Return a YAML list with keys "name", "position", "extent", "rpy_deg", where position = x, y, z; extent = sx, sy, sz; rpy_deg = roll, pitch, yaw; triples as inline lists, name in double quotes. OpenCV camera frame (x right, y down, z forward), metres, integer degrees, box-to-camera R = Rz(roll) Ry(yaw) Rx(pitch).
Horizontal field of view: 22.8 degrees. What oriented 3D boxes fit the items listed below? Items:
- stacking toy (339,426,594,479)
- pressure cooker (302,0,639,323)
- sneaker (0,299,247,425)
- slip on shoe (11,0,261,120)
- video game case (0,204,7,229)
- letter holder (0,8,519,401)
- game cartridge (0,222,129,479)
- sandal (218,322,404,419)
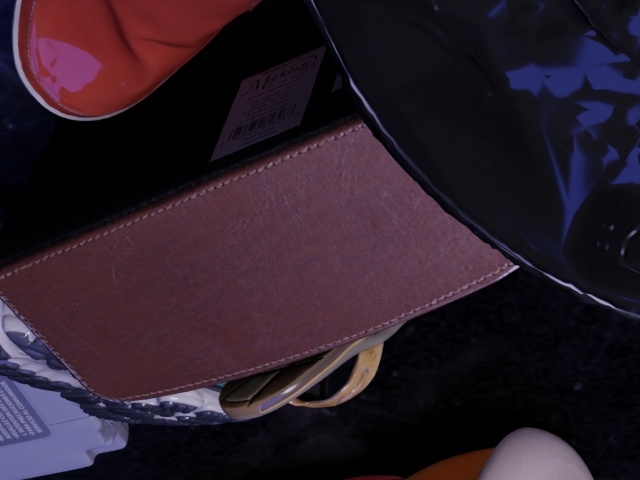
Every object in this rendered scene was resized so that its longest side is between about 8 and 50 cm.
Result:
- name: "stacking toy"
  position: [-0.022, 0.322, 1.257]
  extent: [0.480, 0.350, 0.350]
  rpy_deg: [-2, 140, 24]
- name: "pressure cooker"
  position: [0.191, -0.185, 0.604]
  extent: [0.370, 0.420, 0.375]
  rpy_deg: [1, 112, 17]
- name: "sneaker"
  position: [-0.123, 0.061, 1.073]
  extent: [0.107, 0.110, 0.275]
  rpy_deg: [-2, 158, 27]
- name: "slip on shoe"
  position: [-0.062, -0.165, 0.832]
  extent: [0.123, 0.101, 0.331]
  rpy_deg: [27, 132, -30]
- name: "video game case"
  position: [-0.268, -0.007, 1.061]
  extent: [0.119, 0.015, 0.166]
  rpy_deg: [-8, 137, 7]
- name: "letter holder"
  position: [0.000, 0.000, 0.925]
  extent: [0.302, 0.152, 0.214]
  rpy_deg: [-21, 122, 27]
- name: "game cartridge"
  position: [-0.279, 0.071, 1.095]
  extent: [0.198, 0.062, 0.297]
  rpy_deg: [-9, 137, 15]
- name: "sandal"
  position: [0.010, 0.082, 1.059]
  extent: [0.072, 0.180, 0.049]
  rpy_deg: [-9, 104, 45]
